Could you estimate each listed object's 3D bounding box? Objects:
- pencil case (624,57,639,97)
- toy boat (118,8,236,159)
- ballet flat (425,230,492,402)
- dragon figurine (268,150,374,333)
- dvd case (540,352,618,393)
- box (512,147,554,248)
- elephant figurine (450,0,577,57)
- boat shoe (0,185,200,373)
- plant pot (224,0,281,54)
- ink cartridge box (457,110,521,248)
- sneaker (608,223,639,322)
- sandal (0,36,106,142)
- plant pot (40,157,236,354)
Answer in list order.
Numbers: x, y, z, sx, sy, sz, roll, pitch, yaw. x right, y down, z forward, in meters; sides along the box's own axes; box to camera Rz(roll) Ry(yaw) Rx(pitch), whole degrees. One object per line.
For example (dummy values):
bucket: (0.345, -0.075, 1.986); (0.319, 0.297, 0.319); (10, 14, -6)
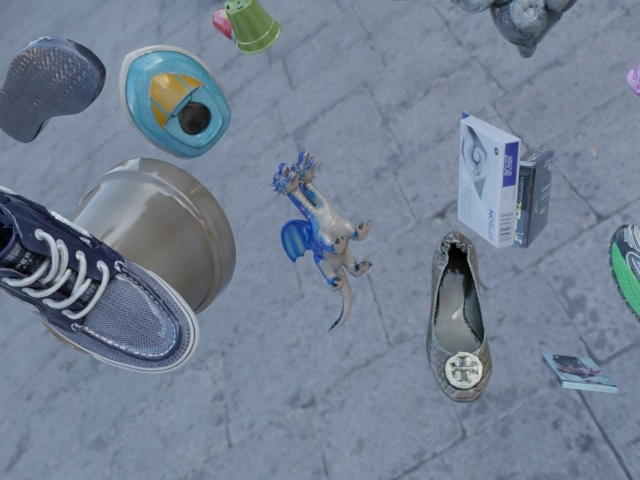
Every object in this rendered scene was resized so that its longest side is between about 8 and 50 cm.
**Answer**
pencil case: (0.699, -0.387, 1.479); (0.124, 0.124, 0.284); (-86, 18, -50)
toy boat: (-0.240, -0.319, 1.547); (0.318, 0.267, 0.148); (-52, 45, 0)
ballet flat: (0.182, 0.091, 1.043); (0.084, 0.058, 0.250); (2, 56, 5)
dragon figurine: (0.000, 0.000, 1.181); (0.085, 0.289, 0.144); (-34, 52, -25)
dvd case: (0.410, 0.211, 1.261); (0.119, 0.087, 0.013); (-90, 7, -76)
box: (0.470, -0.099, 1.776); (0.059, 0.184, 0.232); (10, 18, 25)
elephant figurine: (0.263, -0.409, 1.149); (0.186, 0.239, 0.169); (-50, -9, 26)
boat shoe: (-0.294, 0.045, 0.887); (0.127, 0.340, 0.158); (-60, 1, -5)
plant pot: (-0.118, -0.363, 1.296); (0.083, 0.079, 0.083); (-12, 54, 17)
ink cartridge box: (0.319, -0.128, 1.589); (0.045, 0.223, 0.224); (-11, 26, -16)
sneaker: (0.558, 0.092, 1.113); (0.134, 0.343, 0.146); (-18, -34, -48)
sandal: (-0.343, -0.195, 0.983); (0.254, 0.097, 0.054); (-12, 37, 47)
plant pot: (-0.354, 0.049, 1.418); (0.323, 0.323, 0.280); (-22, 15, 30)
